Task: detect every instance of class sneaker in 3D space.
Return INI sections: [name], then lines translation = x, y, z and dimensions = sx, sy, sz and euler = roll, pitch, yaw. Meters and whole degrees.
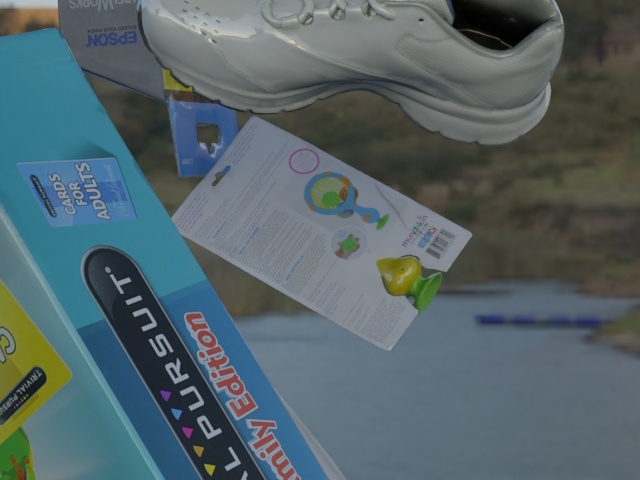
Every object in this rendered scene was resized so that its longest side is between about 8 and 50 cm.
[sneaker]
translation = 0.025, -0.151, 1.097
dimensions = 0.297, 0.111, 0.129
euler = 6, -28, -9

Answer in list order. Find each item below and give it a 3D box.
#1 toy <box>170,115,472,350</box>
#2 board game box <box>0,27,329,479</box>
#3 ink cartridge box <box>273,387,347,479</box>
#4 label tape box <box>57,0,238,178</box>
[toy]
translation = 0.000, 0.000, 1.440
dimensions = 0.237, 0.137, 0.056
euler = 28, -23, 22
[board game box]
translation = -0.111, 0.129, 0.633
dimensions = 0.254, 0.336, 0.079
euler = -39, -11, 37
[ink cartridge box]
translation = -0.055, 0.227, 1.014
dimensions = 0.171, 0.168, 0.233
euler = -33, -29, -14
[label tape box]
translation = -0.163, -0.223, 1.541
dimensions = 0.105, 0.334, 0.240
euler = -4, 2, 12
